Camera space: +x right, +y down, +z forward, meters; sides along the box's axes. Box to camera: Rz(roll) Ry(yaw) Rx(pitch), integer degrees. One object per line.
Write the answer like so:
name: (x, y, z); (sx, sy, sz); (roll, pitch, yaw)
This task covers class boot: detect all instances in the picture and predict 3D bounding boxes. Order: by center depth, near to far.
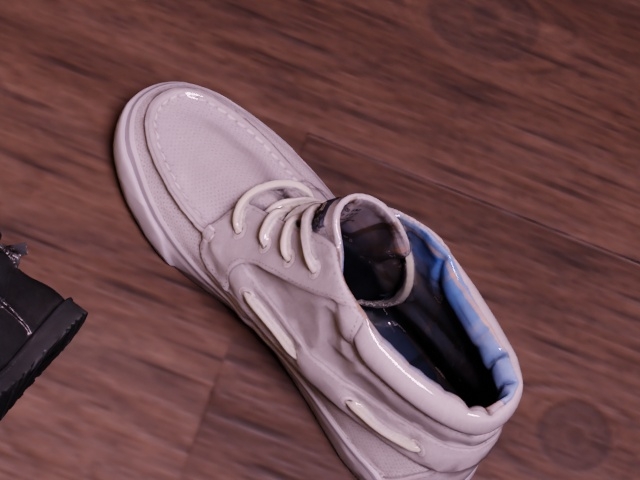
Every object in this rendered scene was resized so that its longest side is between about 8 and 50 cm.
boot: (-0.177, 0.039, 0.723); (0.099, 0.045, 0.121); (37, 53, 3)
boot: (0.000, 0.000, 0.744); (0.095, 0.123, 0.258); (-35, 76, -28)
